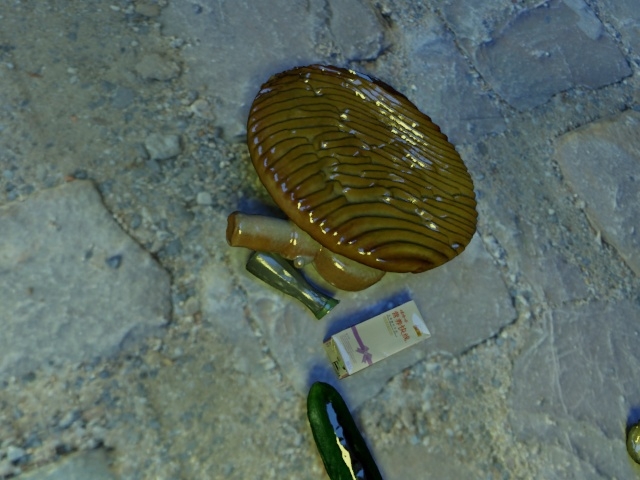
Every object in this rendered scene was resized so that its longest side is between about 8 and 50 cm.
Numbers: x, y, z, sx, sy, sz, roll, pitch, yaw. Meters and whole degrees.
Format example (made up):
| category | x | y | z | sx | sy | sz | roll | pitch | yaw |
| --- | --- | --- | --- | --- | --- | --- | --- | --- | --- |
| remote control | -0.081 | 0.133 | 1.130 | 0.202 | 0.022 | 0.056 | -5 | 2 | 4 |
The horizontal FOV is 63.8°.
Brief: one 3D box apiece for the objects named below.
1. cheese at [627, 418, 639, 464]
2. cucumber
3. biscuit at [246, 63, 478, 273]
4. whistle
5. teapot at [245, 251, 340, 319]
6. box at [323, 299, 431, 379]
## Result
| category | x | y | z | sx | sy | sz | roll | pitch | yaw |
| --- | --- | --- | --- | --- | --- | --- | --- | --- | --- |
| cheese | 0.414 | 0.267 | 0.627 | 0.060 | 0.041 | 0.084 | 16 | 52 | -17 |
| cucumber | 0.050 | 0.276 | 0.512 | 0.056 | 0.056 | 0.284 | -17 | 79 | -22 |
| biscuit | 0.062 | -0.100 | 0.632 | 0.318 | 0.040 | 0.317 | 15 | 51 | -20 |
| whistle | 0.000 | 0.000 | 0.583 | 0.220 | 0.057 | 0.107 | 10 | 57 | -31 |
| teapot | -0.031 | 0.049 | 0.589 | 0.111 | 0.043 | 0.043 | 38 | 63 | -1 |
| box | 0.066 | 0.113 | 0.591 | 0.117 | 0.036 | 0.050 | -21 | 76 | -23 |
